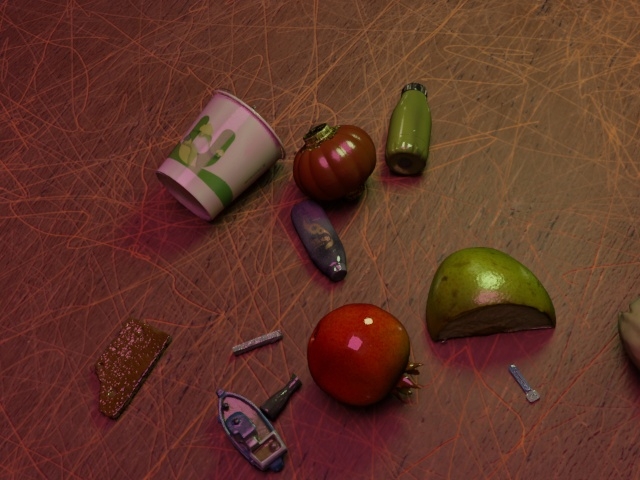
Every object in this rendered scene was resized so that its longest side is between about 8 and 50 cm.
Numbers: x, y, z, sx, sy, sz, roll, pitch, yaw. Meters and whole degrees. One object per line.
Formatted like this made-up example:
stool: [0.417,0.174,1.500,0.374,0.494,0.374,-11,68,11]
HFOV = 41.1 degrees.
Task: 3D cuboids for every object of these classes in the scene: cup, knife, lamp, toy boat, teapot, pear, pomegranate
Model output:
cup: [-0.265,-0.208,2.193,0.253,0.253,0.274,33,75,28]
knife: [0.434,0.304,1.831,0.027,0.010,0.096,-26,55,-9]
lamp: [0.036,-0.194,2.143,0.223,0.196,0.223,-29,18,11]
toy boat: [-0.156,0.395,1.819,0.088,0.102,0.215,-35,56,-17]
teapot: [-0.084,0.342,1.880,0.043,0.042,0.110,31,63,27]
pear: [0.374,0.087,1.930,0.288,0.139,0.239,-7,46,4]
pomegranate: [0.099,0.250,1.817,0.257,0.221,0.221,34,64,0]

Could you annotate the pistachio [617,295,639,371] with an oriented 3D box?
pistachio: [0.742,0.214,1.732,0.226,0.207,0.332,5,22,-41]

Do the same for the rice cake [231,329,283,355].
rice cake: [-0.146,0.237,1.975,0.121,0.022,0.021,-20,55,-5]

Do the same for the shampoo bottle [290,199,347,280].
shampoo bottle: [0.000,0.000,2.100,0.087,0.049,0.233,-24,55,-4]

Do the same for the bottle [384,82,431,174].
bottle: [0.234,-0.300,2.230,0.112,0.112,0.260,3,56,12]

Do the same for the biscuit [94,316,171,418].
biscuit: [-0.458,0.295,1.989,0.131,0.026,0.236,19,61,24]
